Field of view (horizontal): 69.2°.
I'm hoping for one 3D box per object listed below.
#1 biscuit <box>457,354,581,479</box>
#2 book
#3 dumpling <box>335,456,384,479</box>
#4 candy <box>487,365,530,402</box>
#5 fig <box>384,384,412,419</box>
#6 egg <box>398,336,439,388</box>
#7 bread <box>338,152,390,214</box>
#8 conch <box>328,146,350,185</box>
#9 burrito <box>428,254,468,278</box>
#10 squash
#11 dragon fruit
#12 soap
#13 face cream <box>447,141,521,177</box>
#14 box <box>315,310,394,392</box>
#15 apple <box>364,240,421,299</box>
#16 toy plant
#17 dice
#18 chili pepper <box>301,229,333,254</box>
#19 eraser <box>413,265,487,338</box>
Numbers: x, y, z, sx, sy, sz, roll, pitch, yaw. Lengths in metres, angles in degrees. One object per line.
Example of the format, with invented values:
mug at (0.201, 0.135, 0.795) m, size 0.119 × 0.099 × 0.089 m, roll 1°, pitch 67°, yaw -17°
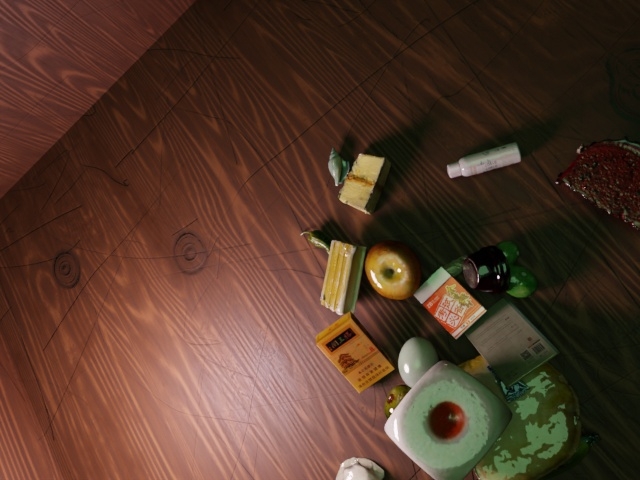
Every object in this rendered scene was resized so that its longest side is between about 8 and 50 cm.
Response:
biscuit at (0.649, 0.591, 1.608) m, size 0.446 × 0.104 × 0.429 m, roll -35°, pitch 57°, yaw 9°
book at (0.653, 0.349, 1.625) m, size 0.215 × 0.025 × 0.283 m, roll -38°, pitch 38°, yaw 9°
dumpling at (0.142, 0.899, 1.764) m, size 0.176 × 0.092 × 0.150 m, roll -41°, pitch 57°, yaw 14°
candy at (0.641, 0.471, 1.580) m, size 0.088 × 0.038 × 0.136 m, roll -30°, pitch 55°, yaw 9°
fig at (0.360, 0.653, 1.727) m, size 0.259 × 0.151 × 0.151 m, roll 34°, pitch 94°, yaw -6°
egg at (0.364, 0.454, 1.721) m, size 0.149 × 0.149 × 0.192 m, roll -6°, pitch 74°, yaw 19°
bread at (0.166, -0.245, 1.915) m, size 0.178 × 0.135 × 0.240 m, roll 23°, pitch 91°, yaw 21°
conch at (0.075, -0.323, 2.007) m, size 0.065 × 0.088 × 0.180 m, roll -18°, pitch 79°, yaw 61°
burrito at (0.496, 0.118, 1.787) m, size 0.188 × 0.045 × 0.058 m, roll -36°, pitch 56°, yaw 14°
squash at (0.788, 0.737, 1.560) m, size 0.331 × 0.087 × 0.087 m, roll -35°, pitch 72°, yaw 11°
dragon fruit at (1.040, -0.211, 1.620) m, size 0.343 × 0.100 × 0.282 m, roll 39°, pitch 93°, yaw 18°
soap at (0.089, 0.143, 1.850) m, size 0.173 × 0.089 × 0.274 m, roll 17°, pitch 98°, yaw 61°
face cream at (0.626, -0.303, 1.793) m, size 0.269 × 0.082 × 0.082 m, roll -16°, pitch 76°, yaw 17°
box at (0.132, 0.430, 1.781) m, size 0.174 × 0.076 × 0.274 m, roll -38°, pitch 102°, yaw 9°
apple at (0.284, 0.114, 1.798) m, size 0.210 × 0.173 × 0.235 m, roll -14°, pitch 87°, yaw 18°
toy plant at (0.651, 0.110, 1.678) m, size 0.235 × 0.175 × 0.218 m, roll -9°, pitch 70°, yaw -8°
dice at (0.401, 0.577, 1.472) m, size 0.277 × 0.304 × 0.304 m, roll 37°, pitch 81°, yaw 27°
chili pepper at (-0.002, 0.001, 1.966) m, size 0.204 × 0.072 × 0.073 m, roll 37°, pitch 97°, yaw 19°
eraser at (0.482, 0.231, 1.737) m, size 0.157 × 0.038 × 0.230 m, roll -48°, pitch 68°, yaw 14°
